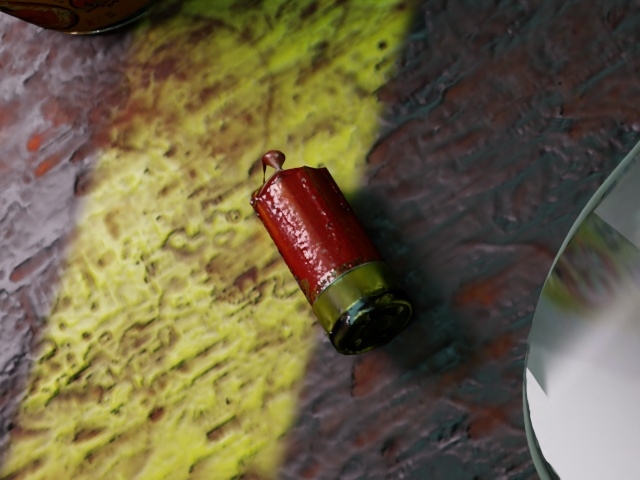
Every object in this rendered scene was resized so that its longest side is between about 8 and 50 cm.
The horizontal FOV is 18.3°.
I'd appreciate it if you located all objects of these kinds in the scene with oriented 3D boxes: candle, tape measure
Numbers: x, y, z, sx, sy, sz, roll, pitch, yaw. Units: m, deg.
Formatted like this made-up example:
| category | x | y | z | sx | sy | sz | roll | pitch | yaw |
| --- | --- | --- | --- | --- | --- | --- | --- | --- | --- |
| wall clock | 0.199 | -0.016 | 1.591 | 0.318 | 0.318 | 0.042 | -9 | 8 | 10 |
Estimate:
| category | x | y | z | sx | sy | sz | roll | pitch | yaw |
| --- | --- | --- | --- | --- | --- | --- | --- | --- | --- |
| candle | 0.000 | 0.000 | 1.117 | 0.052 | 0.052 | 0.130 | -38 | 64 | 11 |
| tape measure | 0.219 | 0.048 | 0.911 | 0.262 | 0.138 | 0.259 | -45 | 39 | 11 |

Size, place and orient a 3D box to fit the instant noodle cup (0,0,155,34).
| category | x | y | z | sx | sy | sz | roll | pitch | yaw |
| --- | --- | --- | --- | --- | --- | --- | --- | --- | --- |
| instant noodle cup | -0.176 | -0.228 | 1.187 | 0.216 | 0.172 | 0.215 | -7 | 74 | 24 |
